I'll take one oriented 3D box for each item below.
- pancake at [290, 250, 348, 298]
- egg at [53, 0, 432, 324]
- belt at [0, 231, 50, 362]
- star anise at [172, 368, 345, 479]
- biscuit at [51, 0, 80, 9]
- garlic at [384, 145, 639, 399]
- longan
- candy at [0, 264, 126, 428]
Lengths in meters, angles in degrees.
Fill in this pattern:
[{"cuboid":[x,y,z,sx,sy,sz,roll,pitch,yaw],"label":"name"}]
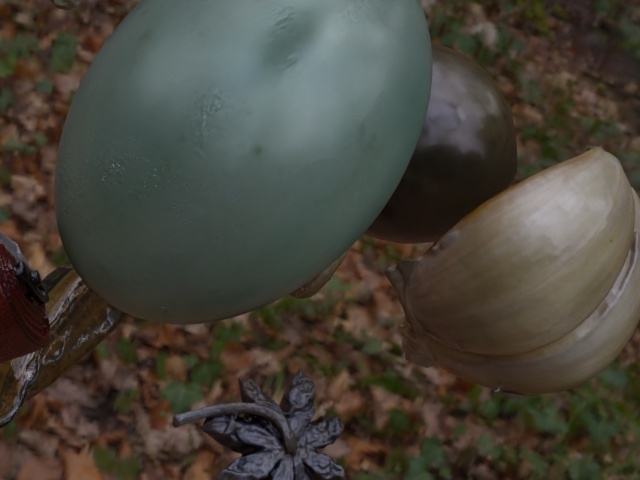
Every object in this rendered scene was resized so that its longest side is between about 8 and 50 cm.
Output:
[{"cuboid":[-0.001,-0.001,1.513,0.025,0.152,0.152,26,26,-23],"label":"pancake"},{"cuboid":[-0.063,-0.100,1.109,0.276,0.276,0.389,36,76,24],"label":"egg"},{"cuboid":[-0.339,0.060,1.298,0.124,0.201,0.128,-19,77,-4],"label":"belt"},{"cuboid":[-0.064,0.267,1.670,0.262,0.081,0.230,27,68,-21],"label":"star anise"},{"cuboid":[-0.193,-0.318,1.217,0.055,0.219,0.061,33,13,-21],"label":"biscuit"},{"cuboid":[0.233,0.031,1.374,0.313,0.286,0.249,-26,31,-7],"label":"garlic"},{"cuboid":[0.099,-0.133,1.691,0.288,0.288,0.350,-5,18,-37],"label":"longan"},{"cuboid":[-0.363,0.132,1.655,0.143,0.101,0.271,9,48,42],"label":"candy"}]
